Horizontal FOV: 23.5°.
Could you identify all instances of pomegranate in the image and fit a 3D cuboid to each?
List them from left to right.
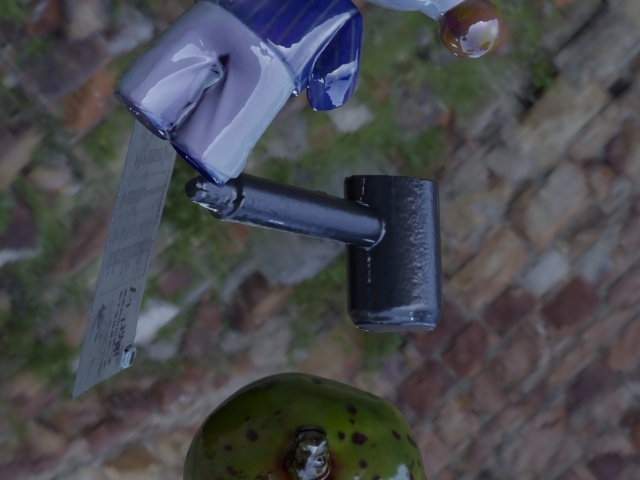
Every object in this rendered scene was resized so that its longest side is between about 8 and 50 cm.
[{"bbox_3d":[-0.029,0.209,1.202,0.198,0.198,0.246,-29,-179,-44],"label":"pomegranate"}]

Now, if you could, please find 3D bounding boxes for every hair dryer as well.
[{"bbox_3d":[0.000,-0.002,1.057,0.070,0.114,0.248,-9,168,37],"label":"hair dryer"}]

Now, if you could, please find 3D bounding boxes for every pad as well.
[{"bbox_3d":[-0.143,-0.011,1.215,0.159,0.009,0.265,-32,136,-79],"label":"pad"}]

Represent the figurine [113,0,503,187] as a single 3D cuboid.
[{"bbox_3d":[-0.006,-0.166,0.871,0.274,0.194,0.133,-27,170,-2],"label":"figurine"}]
